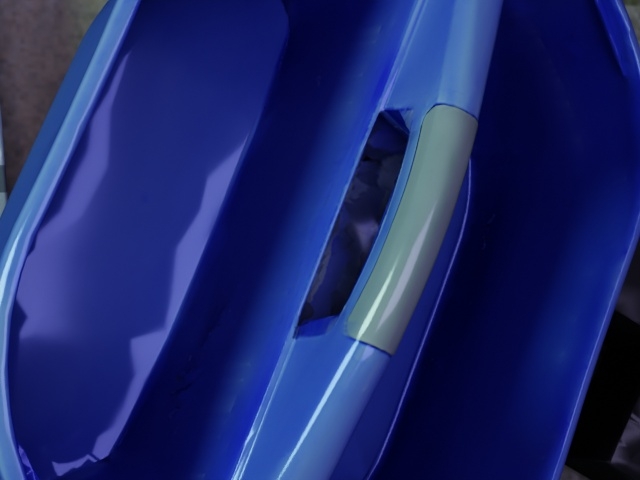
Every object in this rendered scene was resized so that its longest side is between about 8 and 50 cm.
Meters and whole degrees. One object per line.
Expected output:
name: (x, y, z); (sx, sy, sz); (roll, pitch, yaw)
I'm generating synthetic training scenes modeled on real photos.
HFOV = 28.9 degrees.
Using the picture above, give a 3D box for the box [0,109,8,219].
box: (-0.215, -0.061, 0.546); (0.145, 0.038, 0.186); (-4, 82, -17)

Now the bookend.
bookend: (0.153, 0.052, 0.612); (0.156, 0.072, 0.157); (30, 76, -8)

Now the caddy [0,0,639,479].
caddy: (0.000, 0.000, 0.504); (0.241, 0.179, 0.341); (26, 76, -22)
